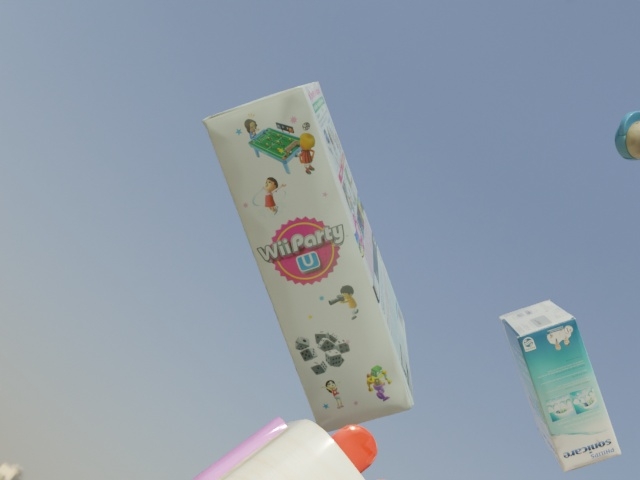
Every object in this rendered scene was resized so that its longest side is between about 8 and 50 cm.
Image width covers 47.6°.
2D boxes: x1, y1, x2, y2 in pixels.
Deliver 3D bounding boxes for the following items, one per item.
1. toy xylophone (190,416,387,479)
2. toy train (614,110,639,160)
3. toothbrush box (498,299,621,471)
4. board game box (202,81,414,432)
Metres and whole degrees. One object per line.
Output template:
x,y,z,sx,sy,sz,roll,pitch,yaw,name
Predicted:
0.002,0.292,0.540,0.322,0.236,0.081,58,-23,19,toy xylophone
0.497,-0.176,0.905,0.105,0.248,0.143,60,-19,-16,toy train
0.495,0.295,1.521,0.216,0.126,0.295,-59,128,-83,toothbrush box
0.000,0.000,0.729,0.098,0.224,0.303,-18,-79,7,board game box
